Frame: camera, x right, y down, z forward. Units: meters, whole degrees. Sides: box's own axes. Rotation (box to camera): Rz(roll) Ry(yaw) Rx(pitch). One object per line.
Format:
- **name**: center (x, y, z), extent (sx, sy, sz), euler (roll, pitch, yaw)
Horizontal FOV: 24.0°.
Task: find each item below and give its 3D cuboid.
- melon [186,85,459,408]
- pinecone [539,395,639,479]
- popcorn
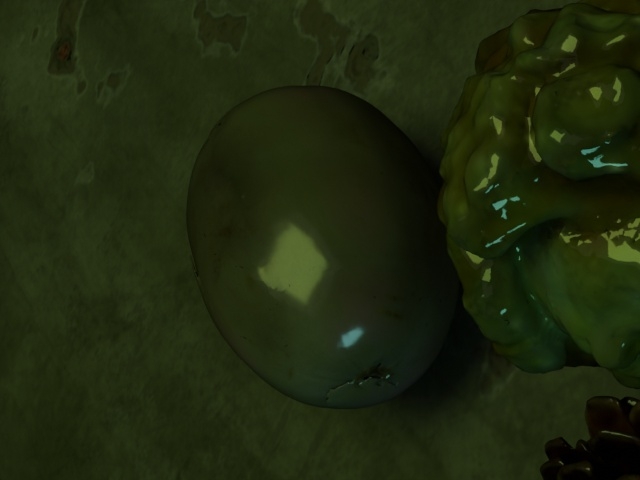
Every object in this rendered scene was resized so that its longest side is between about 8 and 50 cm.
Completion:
- **melon**: center (0.000, 0.000, 1.289), extent (0.223, 0.223, 0.317), euler (-51, 41, 25)
- **pinecone**: center (0.218, 0.212, 0.967), extent (0.185, 0.168, 0.212), euler (-44, 30, 52)
- **popcorn**: center (0.235, -0.029, 0.954), extent (0.279, 0.335, 0.274), euler (-56, 28, 35)
